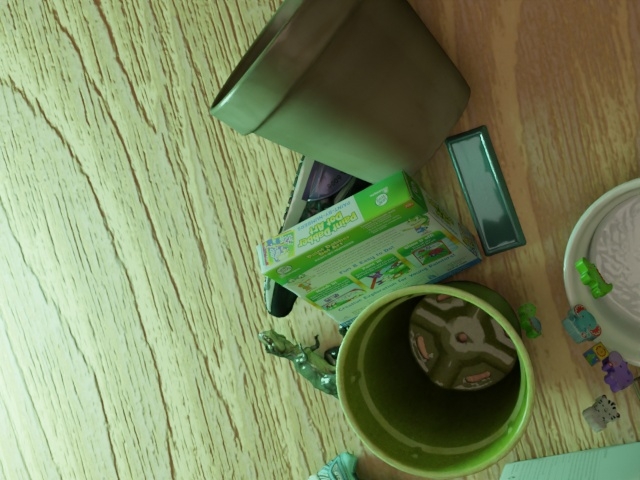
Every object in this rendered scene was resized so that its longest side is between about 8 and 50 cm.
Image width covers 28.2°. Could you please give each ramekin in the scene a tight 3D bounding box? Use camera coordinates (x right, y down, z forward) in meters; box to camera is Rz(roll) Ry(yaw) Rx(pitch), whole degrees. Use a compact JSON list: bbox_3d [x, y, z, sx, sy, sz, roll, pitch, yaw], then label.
[{"bbox_3d":[0.489,0.034,1.799,0.277,0.135,0.277,3,101,15],"label":"ramekin"}]

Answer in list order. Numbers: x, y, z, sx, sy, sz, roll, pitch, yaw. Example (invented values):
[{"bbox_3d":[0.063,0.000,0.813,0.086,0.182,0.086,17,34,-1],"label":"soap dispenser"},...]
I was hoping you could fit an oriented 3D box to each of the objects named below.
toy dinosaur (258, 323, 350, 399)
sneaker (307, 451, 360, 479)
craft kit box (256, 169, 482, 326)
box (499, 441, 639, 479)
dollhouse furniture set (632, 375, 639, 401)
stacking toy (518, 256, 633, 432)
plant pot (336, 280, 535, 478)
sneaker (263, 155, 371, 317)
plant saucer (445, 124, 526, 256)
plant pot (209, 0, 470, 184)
[{"bbox_3d":[0.030,0.208,2.008,0.268,0.064,0.118,43,116,2],"label":"toy dinosaur"},{"bbox_3d":[0.103,0.447,2.001,0.283,0.110,0.122,41,82,10],"label":"sneaker"},{"bbox_3d":[0.075,0.020,1.867,0.250,0.247,0.061,-27,59,19],"label":"craft kit box"},{"bbox_3d":[0.452,0.427,1.871,0.345,0.168,0.214,-13,97,18],"label":"box"},{"bbox_3d":[0.596,0.238,1.775,0.242,0.212,0.161,-23,95,-6],"label":"dollhouse furniture set"},{"bbox_3d":[0.382,0.145,1.745,0.221,0.052,0.167,55,142,8],"label":"stacking toy"},{"bbox_3d":[0.189,0.171,1.850,0.276,0.254,0.276,3,102,16],"label":"plant pot"},{"bbox_3d":[0.000,0.000,1.952,0.124,0.107,0.283,19,106,5],"label":"sneaker"},{"bbox_3d":[0.247,-0.072,1.909,0.067,0.018,0.192,-18,96,19],"label":"plant saucer"},{"bbox_3d":[0.046,-0.226,1.806,0.280,0.323,0.323,38,109,-11],"label":"plant pot"}]
